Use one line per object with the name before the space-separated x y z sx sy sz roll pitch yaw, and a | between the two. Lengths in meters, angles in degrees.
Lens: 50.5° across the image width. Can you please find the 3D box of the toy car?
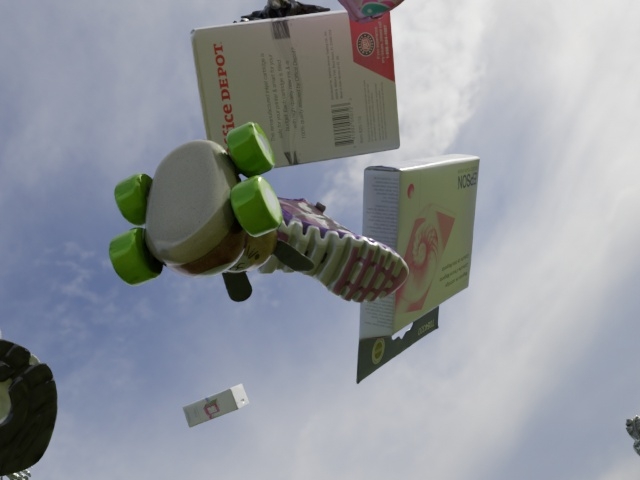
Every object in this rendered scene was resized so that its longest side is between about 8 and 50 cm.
toy car | -0.090 0.003 0.685 0.155 0.148 0.188 -22 -43 13

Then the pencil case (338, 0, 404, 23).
pencil case | -0.005 -0.377 0.759 0.284 0.124 0.124 42 -89 -26

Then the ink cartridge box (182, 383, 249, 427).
ink cartridge box | -0.233 0.369 1.523 0.123 0.052 0.088 -21 -8 8

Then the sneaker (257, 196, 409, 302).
sneaker | 0.000 0.000 0.845 0.237 0.104 0.095 18 -55 -18

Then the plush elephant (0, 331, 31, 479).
plush elephant | -0.550 0.205 0.878 0.272 0.330 0.255 -44 -19 0

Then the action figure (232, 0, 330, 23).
action figure | -0.068 -0.316 1.125 0.141 0.164 0.275 12 -102 -79

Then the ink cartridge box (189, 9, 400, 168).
ink cartridge box | -0.039 -0.223 1.002 0.283 0.117 0.207 -10 -72 -11

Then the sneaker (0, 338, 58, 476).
sneaker | -0.460 0.159 0.593 0.411 0.158 0.182 15 -30 -28

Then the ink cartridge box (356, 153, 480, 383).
ink cartridge box | 0.165 0.034 1.096 0.324 0.072 0.329 -18 -68 -57

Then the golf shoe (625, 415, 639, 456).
golf shoe | 0.397 0.277 0.755 0.069 0.176 0.086 -26 -59 35
